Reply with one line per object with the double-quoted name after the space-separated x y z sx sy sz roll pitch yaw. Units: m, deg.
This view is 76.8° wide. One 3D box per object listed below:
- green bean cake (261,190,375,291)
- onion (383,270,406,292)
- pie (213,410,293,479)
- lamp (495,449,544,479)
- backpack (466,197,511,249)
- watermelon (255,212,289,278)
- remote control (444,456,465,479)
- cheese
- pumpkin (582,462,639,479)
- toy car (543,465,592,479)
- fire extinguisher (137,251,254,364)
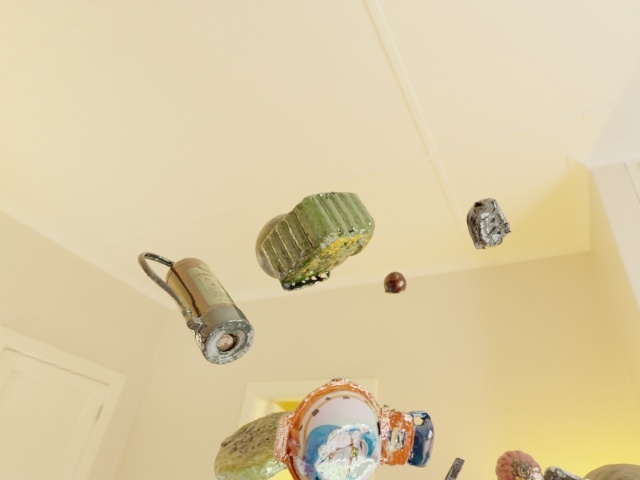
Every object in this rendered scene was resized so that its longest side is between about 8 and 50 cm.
0.000 0.000 1.385 0.335 0.218 0.319 -17 -21 -46 "green bean cake"
0.346 0.198 1.884 0.119 0.118 0.117 30 -20 -28 "onion"
-0.186 0.629 1.249 0.324 0.070 0.323 -14 6 2 "pie"
0.479 0.564 0.972 0.108 0.107 0.092 2 -39 10 "lamp"
0.666 -0.062 1.624 0.133 0.258 0.206 -19 -78 47 "backpack"
-0.134 0.025 1.715 0.286 0.284 0.285 6 -34 4 "watermelon"
0.407 0.708 1.235 0.039 0.096 0.014 31 -4 -19 "remote control"
0.072 0.373 0.766 0.330 0.216 0.129 13 -7 -21 "cheese"
0.756 0.653 1.065 0.312 0.148 0.169 -41 -71 10 "pumpkin"
0.456 0.438 0.730 0.093 0.025 0.041 16 -58 13 "toy car"
-0.294 0.109 0.925 0.376 0.113 0.200 36 -19 49 "fire extinguisher"
